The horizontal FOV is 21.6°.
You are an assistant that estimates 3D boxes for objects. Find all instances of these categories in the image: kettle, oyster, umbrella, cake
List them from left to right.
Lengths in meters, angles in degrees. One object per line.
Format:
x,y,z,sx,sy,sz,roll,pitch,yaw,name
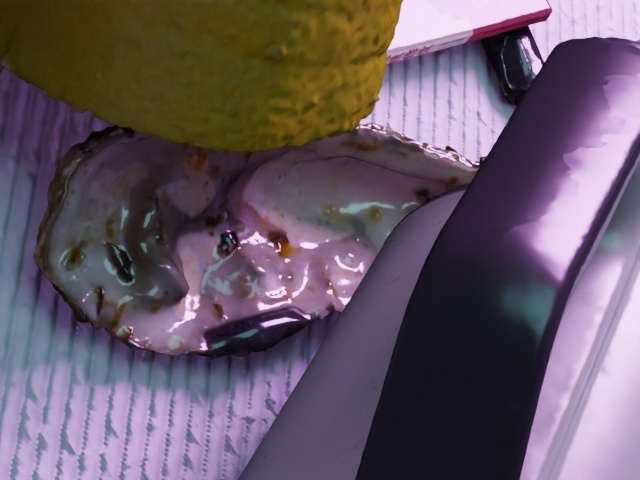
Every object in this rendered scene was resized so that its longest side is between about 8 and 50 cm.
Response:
-0.085,-0.158,0.861,0.260,0.156,0.179,31,29,30,cake
0.000,-0.003,0.929,0.345,0.078,0.128,-2,84,-34,oyster
0.061,0.126,0.722,0.250,0.361,0.376,14,46,18,kettle
0.117,-0.144,1.105,0.036,0.031,0.133,-22,74,-2,umbrella

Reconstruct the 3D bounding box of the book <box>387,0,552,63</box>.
0.020,-0.184,1.050,0.232,0.022,0.162,-17,73,-29,book

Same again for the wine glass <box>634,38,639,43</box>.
0.277,-0.036,1.074,0.156,0.156,0.232,-20,71,-38,wine glass
